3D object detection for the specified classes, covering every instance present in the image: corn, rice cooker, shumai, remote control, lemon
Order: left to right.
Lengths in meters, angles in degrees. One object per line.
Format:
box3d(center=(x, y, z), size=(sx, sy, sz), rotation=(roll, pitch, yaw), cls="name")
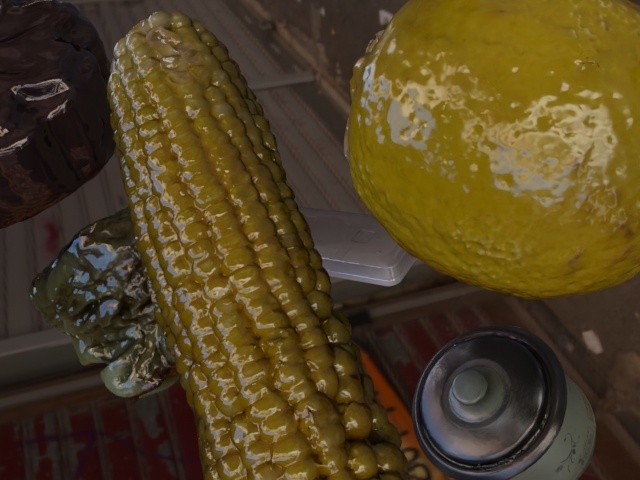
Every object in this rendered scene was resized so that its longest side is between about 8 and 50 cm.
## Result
box3d(center=(-0.211, 0.067, 0.927), size=(0.256, 0.189, 0.218), rotation=(-34, 86, 48), cls="shumai")
box3d(center=(-0.032, 0.038, 0.371), size=(0.097, 0.097, 0.319), rotation=(120, 131, -67), cls="corn")
box3d(center=(0.000, 0.000, 0.949), size=(0.250, 0.103, 0.034), rotation=(8, 127, 29), cls="remote control")
box3d(center=(0.307, 0.295, 1.298), size=(0.264, 0.317, 0.316), rotation=(-4, 100, 37), cls="rice cooker")
box3d(center=(0.163, -0.076, 0.607), size=(0.253, 0.310, 0.253), rotation=(-62, -10, -19), cls="lemon")

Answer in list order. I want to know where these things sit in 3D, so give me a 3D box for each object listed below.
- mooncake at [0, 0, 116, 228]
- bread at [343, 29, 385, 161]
box3d(center=(-0.465, -0.187, 1.117), size=(0.351, 0.381, 0.212), rotation=(29, 153, 29), cls="mooncake")
box3d(center=(0.073, -0.140, 0.812), size=(0.125, 0.082, 0.106), rotation=(104, 175, -47), cls="bread")
